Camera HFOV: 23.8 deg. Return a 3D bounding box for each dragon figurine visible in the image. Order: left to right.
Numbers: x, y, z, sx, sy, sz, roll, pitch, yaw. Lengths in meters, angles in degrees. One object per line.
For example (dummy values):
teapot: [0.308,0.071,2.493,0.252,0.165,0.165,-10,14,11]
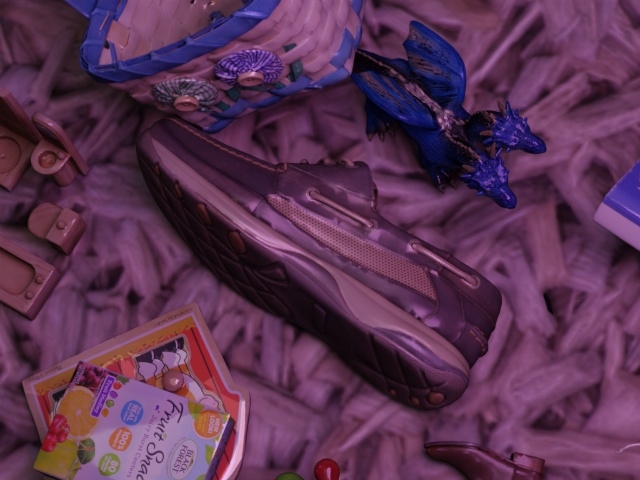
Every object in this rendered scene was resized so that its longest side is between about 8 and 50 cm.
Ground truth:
dragon figurine: [0.082,-0.129,1.324,0.085,0.144,0.289,-42,72,-9]

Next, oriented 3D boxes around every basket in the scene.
basket: [-0.108,-0.234,1.274,0.255,0.289,0.201,-19,43,38]

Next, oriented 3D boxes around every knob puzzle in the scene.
knob puzzle: [-0.150,0.169,1.306,0.213,0.030,0.213,-2,71,5]

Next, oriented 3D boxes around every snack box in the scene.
snack box: [-0.155,0.170,1.269,0.141,0.037,0.100,19,75,12]

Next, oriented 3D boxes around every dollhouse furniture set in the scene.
dollhouse furniture set: [-0.287,-0.041,1.343,0.144,0.123,0.151,28,76,15]

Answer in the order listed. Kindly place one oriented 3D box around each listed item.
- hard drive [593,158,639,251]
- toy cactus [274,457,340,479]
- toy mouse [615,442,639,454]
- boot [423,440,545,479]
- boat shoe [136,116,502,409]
hard drive: [0.410,0.010,1.248,0.319,0.040,0.210,35,48,16]
toy cactus: [0.057,0.251,1.186,0.112,0.180,0.219,-29,74,-26]
toy mouse: [0.331,0.185,1.249,0.161,0.031,0.143,-17,70,0]
boot: [0.128,0.228,1.256,0.106,0.037,0.114,9,77,11]
boat shoe: [0.000,0.000,1.311,0.355,0.132,0.130,37,67,9]
